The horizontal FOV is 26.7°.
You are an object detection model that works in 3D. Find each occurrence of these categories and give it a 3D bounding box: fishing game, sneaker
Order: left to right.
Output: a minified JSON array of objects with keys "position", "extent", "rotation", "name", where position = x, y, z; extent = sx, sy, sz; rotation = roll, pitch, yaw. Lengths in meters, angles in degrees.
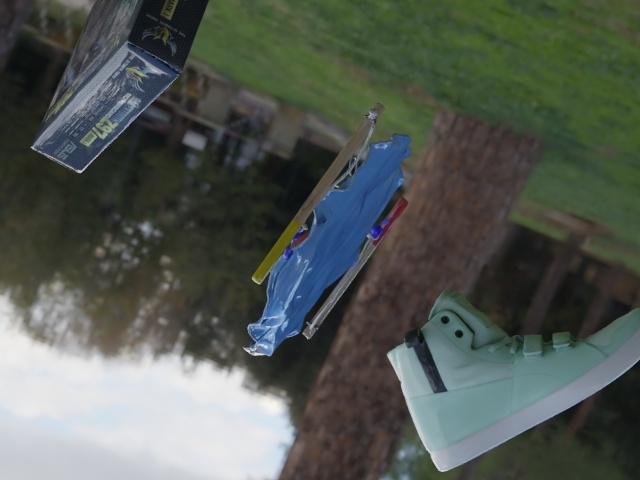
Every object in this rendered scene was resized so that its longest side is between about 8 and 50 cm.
[{"position":[0.000,0.000,0.951],"extent":[0.041,0.189,0.264],"rotation":[35,178,12],"name":"fishing game"},{"position":[0.187,0.092,1.268],"extent":[0.151,0.255,0.094],"rotation":[61,-175,8],"name":"sneaker"}]

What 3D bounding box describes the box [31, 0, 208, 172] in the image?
[{"position":[-0.172,-0.186,1.235],"extent":[0.059,0.183,0.232],"rotation":[29,147,-20],"name":"box"}]
